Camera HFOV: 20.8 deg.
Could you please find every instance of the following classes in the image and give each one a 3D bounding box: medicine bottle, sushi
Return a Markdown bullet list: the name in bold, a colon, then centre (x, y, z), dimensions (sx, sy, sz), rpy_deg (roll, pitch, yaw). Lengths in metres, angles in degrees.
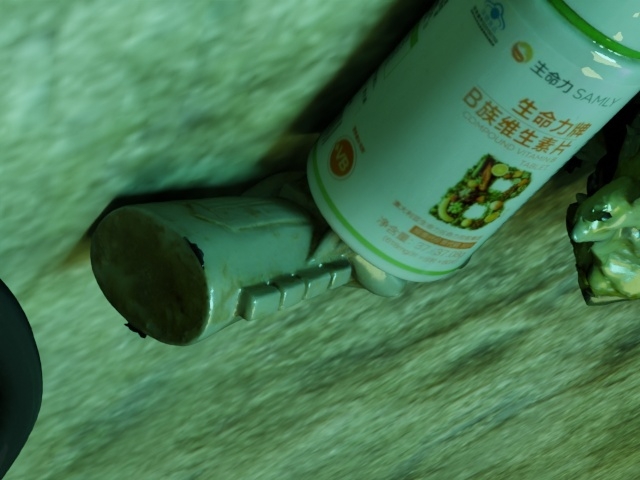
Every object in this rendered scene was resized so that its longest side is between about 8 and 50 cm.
- **medicine bottle**: centre (0.076, -0.067, 0.718), dimensions (0.086, 0.086, 0.183), rpy_deg (-11, 152, -46)
- **sushi**: centre (0.181, -0.041, 0.910), dimensions (0.139, 0.131, 0.291), rpy_deg (-6, 165, -4)

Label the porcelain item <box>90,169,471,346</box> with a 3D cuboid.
- **porcelain item**: centre (0.000, 0.000, 0.790), dimensions (0.213, 0.084, 0.054), rpy_deg (-11, 126, -47)

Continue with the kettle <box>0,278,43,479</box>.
- **kettle**: centre (-0.187, 0.104, 0.657), dimensions (0.202, 0.144, 0.232), rpy_deg (-33, 157, -18)
